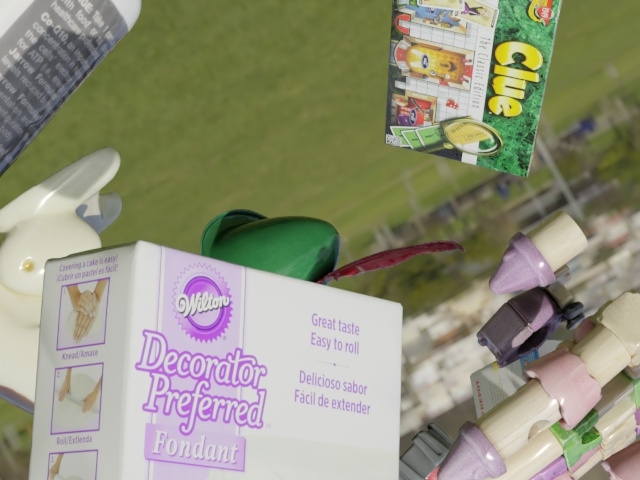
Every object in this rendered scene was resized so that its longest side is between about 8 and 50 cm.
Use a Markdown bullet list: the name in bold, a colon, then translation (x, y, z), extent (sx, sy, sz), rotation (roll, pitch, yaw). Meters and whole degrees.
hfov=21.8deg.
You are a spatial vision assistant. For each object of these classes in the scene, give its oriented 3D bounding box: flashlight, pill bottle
- **flashlight**: translation (0.211, 0.358, 2.015), extent (0.103, 0.304, 0.103), rotation (-51, 167, 22)
- **pill bottle**: translation (-0.277, -0.187, 1.360), extent (0.361, 0.204, 0.204), rotation (-49, -179, -8)

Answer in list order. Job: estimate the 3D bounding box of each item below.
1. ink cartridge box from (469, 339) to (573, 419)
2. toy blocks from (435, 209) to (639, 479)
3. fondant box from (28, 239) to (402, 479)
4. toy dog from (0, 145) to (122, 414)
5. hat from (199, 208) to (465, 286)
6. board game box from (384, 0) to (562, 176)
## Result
- **ink cartridge box**: translation (0.231, 0.171, 1.783), extent (0.090, 0.092, 0.143), rotation (3, 159, -28)
- **toy blocks**: translation (0.191, 0.171, 1.499), extent (0.260, 0.309, 0.288), rotation (-37, 154, -5)
- **fondant box**: translation (-0.063, 0.185, 1.044), extent (0.096, 0.330, 0.238), rotation (-12, 161, 43)
- **toy dog**: translation (-0.260, 0.155, 1.941), extent (0.395, 0.408, 0.284), rotation (-32, 171, -22)
- **hat**: translation (0.000, 0.000, 1.824), extent (0.183, 0.173, 0.208), rotation (-35, 170, 36)
- **board game box**: translation (0.124, -0.149, 1.388), extent (0.260, 0.136, 0.030), rotation (89, 15, -58)
